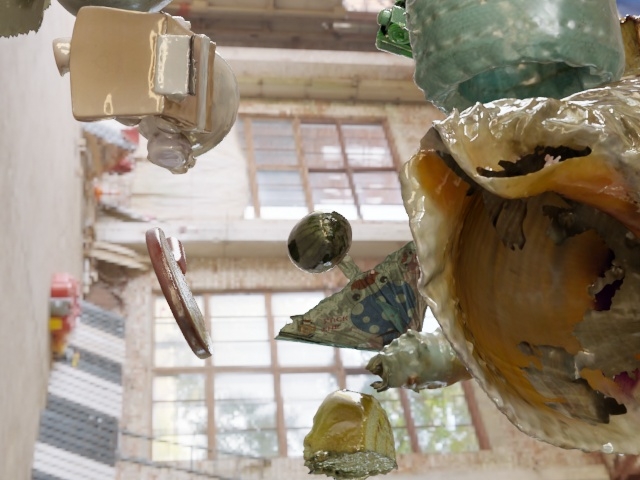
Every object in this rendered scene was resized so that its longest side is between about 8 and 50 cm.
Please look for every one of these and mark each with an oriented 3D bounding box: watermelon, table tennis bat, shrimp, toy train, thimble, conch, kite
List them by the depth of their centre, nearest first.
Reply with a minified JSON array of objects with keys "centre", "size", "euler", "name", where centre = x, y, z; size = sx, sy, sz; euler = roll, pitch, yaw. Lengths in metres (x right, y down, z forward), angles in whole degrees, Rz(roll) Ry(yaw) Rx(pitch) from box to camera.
[{"centre":[0.206,0.006,0.677],"size":[0.210,0.353,0.297],"euler":[175,-73,-79],"name":"conch"},{"centre":[0.201,-0.214,0.935],"size":[0.198,0.235,0.143],"euler":[129,-40,-69],"name":"thimble"},{"centre":[0.196,0.095,1.085],"size":[0.287,0.185,0.068],"euler":[-55,-141,34],"name":"shrimp"},{"centre":[0.000,0.000,1.112],"size":[0.111,0.078,0.078],"euler":[145,-54,-61],"name":"watermelon"},{"centre":[-0.214,0.063,1.305],"size":[0.310,0.038,0.200],"euler":[-121,-171,-67],"name":"table tennis bat"},{"centre":[0.206,-0.312,1.434],"size":[0.119,0.251,0.085],"euler":[114,-5,-67],"name":"toy train"},{"centre":[0.093,0.095,1.663],"size":[0.368,0.406,0.014],"euler":[52,9,-23],"name":"kite"}]

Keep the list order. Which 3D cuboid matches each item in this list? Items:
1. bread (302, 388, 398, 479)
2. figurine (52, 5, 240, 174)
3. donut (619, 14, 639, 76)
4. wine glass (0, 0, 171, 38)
[{"centre":[0.039,0.239,1.112],"size":[0.156,0.103,0.110],"euler":[48,35,-61],"name":"bread"},{"centre":[-0.160,-0.149,0.885],"size":[0.237,0.141,0.162],"euler":[5,83,-80],"name":"figurine"},{"centre":[0.388,-0.264,1.211],"size":[0.141,0.217,0.085],"euler":[-159,-119,-83],"name":"donut"},{"centre":[-0.323,-0.400,1.209],"size":[0.323,0.238,0.238],"euler":[-40,145,-48],"name":"wine glass"}]
